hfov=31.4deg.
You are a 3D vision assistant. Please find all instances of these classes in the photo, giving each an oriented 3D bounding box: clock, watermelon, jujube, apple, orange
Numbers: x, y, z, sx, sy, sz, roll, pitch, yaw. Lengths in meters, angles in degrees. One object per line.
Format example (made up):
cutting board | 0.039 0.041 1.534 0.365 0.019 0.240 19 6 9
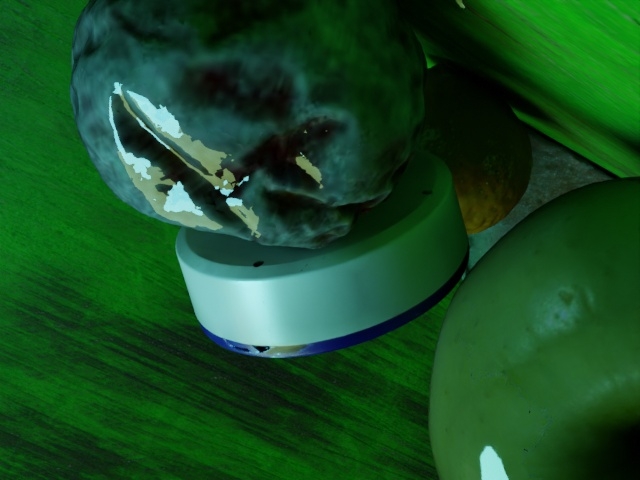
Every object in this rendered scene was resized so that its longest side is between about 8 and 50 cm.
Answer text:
clock | 0.000 0.000 0.917 0.230 0.230 0.083 39 151 62
watermelon | 0.278 -0.004 1.222 0.256 0.193 0.140 16 -176 9
jujube | -0.048 -0.112 0.781 0.246 0.216 0.308 16 -175 -22
apple | 0.249 0.123 0.853 0.357 0.357 0.357 30 -175 -3
orange | 0.111 -0.082 1.068 0.177 0.155 0.177 20 -162 -7

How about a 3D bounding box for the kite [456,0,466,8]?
kite | -0.097 -0.186 0.433 0.360 0.022 0.204 30 158 26
